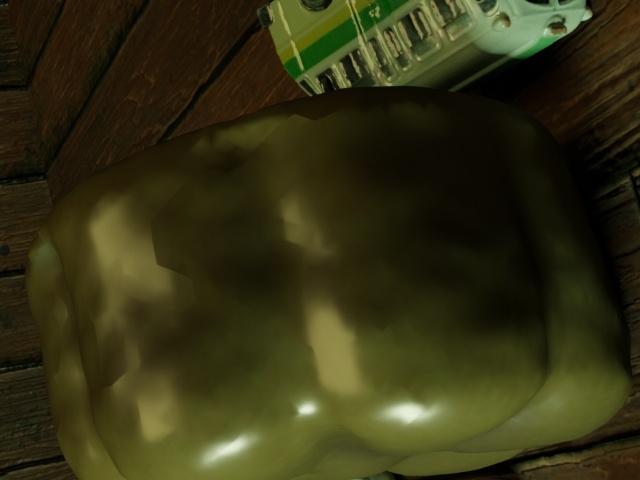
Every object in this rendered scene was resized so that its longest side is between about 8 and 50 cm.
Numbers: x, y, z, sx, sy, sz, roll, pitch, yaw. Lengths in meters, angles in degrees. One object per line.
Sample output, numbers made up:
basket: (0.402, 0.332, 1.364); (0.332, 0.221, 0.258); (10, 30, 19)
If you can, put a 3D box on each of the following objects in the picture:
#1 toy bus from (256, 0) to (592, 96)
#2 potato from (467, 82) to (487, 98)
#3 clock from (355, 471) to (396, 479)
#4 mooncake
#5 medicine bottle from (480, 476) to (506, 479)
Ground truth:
toy bus: (0.085, -0.194, 1.173); (0.276, 0.134, 0.164); (-29, 78, 49)
potato: (0.059, -0.189, 1.346); (0.261, 0.100, 0.120); (-128, 35, -48)
clock: (0.056, 0.427, 1.598); (0.265, 0.109, 0.324); (107, 145, -46)
mooncake: (0.004, 0.071, 1.136); (0.467, 0.467, 0.262); (136, 124, -63)
medicine bottle: (0.059, 0.333, 1.314); (0.178, 0.291, 0.178); (170, 90, -67)
